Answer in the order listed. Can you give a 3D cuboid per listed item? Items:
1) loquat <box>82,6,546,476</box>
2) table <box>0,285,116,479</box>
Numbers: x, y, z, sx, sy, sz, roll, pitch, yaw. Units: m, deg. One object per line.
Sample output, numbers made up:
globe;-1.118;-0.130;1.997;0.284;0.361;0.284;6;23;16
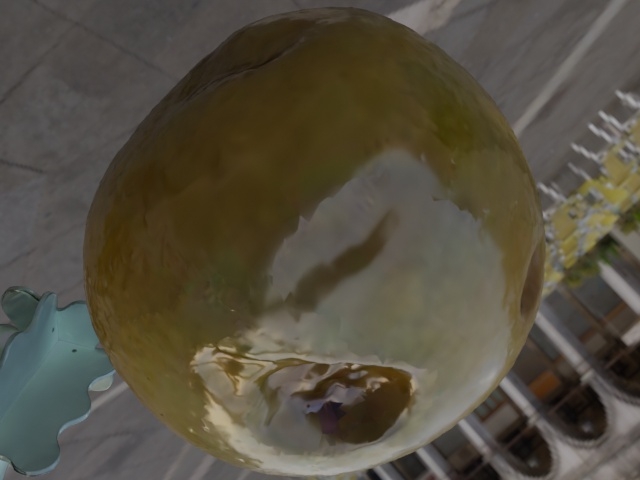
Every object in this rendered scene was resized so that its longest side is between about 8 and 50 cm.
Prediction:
loquat;-0.002;0.004;0.455;0.213;0.213;0.213;-39;167;-11
table;-0.330;0.168;1.082;0.166;0.166;0.198;-51;-171;36
